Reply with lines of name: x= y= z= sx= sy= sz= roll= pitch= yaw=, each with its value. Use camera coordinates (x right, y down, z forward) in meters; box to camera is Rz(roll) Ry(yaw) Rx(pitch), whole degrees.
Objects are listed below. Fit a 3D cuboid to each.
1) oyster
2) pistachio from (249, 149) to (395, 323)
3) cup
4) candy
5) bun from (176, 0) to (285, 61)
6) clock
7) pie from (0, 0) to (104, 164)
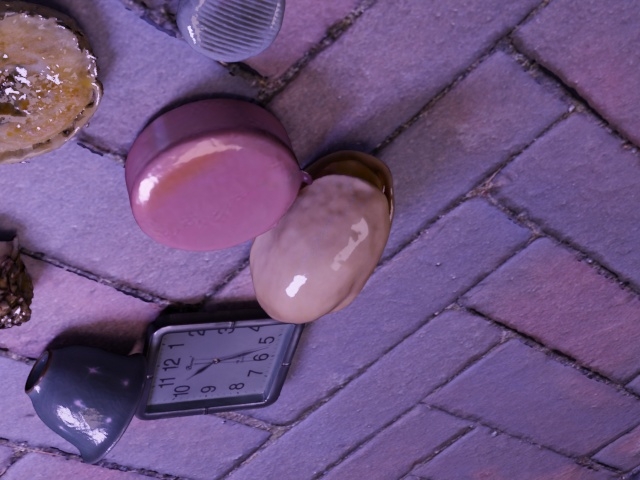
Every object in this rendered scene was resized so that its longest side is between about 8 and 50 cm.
oyster: x=-0.497 y=0.102 z=1.566 sx=0.214 sy=0.083 sz=0.223 roll=-37 pitch=152 yaw=-38
pistachio: x=0.000 y=0.000 z=1.648 sx=0.187 sy=0.187 sz=0.299 roll=10 pitch=126 yaw=-33
cup: x=-0.395 y=0.243 z=1.775 sx=0.150 sy=0.199 sz=0.199 roll=32 pitch=121 yaw=-24
candy: x=-0.144 y=-0.088 z=1.533 sx=0.255 sy=0.094 sz=0.255 roll=-12 pitch=141 yaw=-10
bun: x=-0.112 y=-0.287 z=1.324 sx=0.140 sy=0.083 sz=0.141 roll=-18 pitch=137 yaw=-17
clock: x=-0.180 y=0.211 z=1.911 sx=0.278 sy=0.049 sz=0.273 roll=-2 pitch=137 yaw=-22
pie: x=-0.401 y=-0.191 z=1.330 sx=0.274 sy=0.055 sz=0.274 roll=-12 pitch=142 yaw=-10
